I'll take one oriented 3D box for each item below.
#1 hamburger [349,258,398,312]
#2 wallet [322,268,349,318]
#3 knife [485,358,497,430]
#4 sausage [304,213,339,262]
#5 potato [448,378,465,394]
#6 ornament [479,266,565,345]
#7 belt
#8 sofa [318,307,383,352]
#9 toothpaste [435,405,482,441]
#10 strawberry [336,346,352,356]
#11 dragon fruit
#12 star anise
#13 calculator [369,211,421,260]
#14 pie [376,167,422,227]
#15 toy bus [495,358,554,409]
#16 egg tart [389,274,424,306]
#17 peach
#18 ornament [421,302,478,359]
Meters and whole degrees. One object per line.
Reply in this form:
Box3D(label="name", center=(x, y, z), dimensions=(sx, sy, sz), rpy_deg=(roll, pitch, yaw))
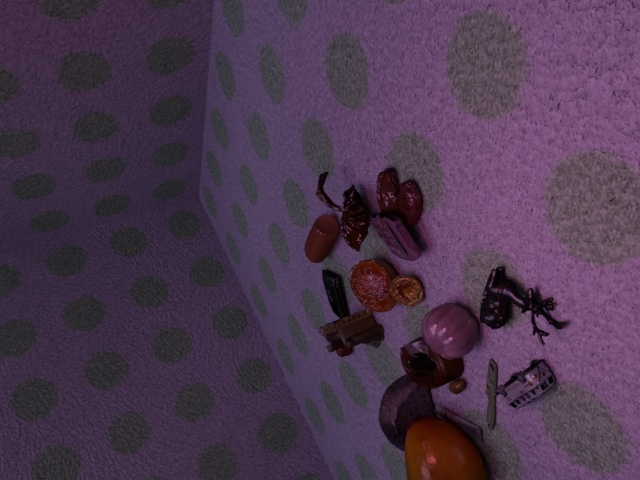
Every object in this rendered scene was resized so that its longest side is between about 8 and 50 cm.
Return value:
Box3D(label="hamburger", center=(0.213, 0.173, 1.944), dimensions=(0.237, 0.147, 0.236), rpy_deg=(42, 144, 40))
Box3D(label="wallet", center=(0.067, 0.265, 2.424), dimensions=(0.160, 0.055, 0.236), rpy_deg=(-152, 46, -64))
Box3D(label="knife", center=(0.556, 0.508, 1.645), dimensions=(0.043, 0.020, 0.293), rpy_deg=(35, 138, 54))
Box3D(label="sausage", center=(0.000, 0.001, 2.280), dimensions=(0.121, 0.121, 0.304), rpy_deg=(61, 156, 19))
Box3D(label="potato", center=(0.481, 0.517, 1.773), dimensions=(0.046, 0.045, 0.092), rpy_deg=(63, 158, 18))
Box3D(label="ornament", center=(0.544, 0.208, 1.372), dimensions=(0.236, 0.080, 0.202), rpy_deg=(38, 137, 49))
Box3D(label="belt", center=(0.394, 0.436, 1.821), dimensions=(0.261, 0.105, 0.184), rpy_deg=(-18, 90, 66))
Box3D(label="sofa", center=(0.138, 0.424, 2.224), dimensions=(0.182, 0.200, 0.258), rpy_deg=(68, 154, 8))
Box3D(label="toothpaste", center=(0.508, 0.665, 1.846), dimensions=(0.205, 0.036, 0.056), rpy_deg=(16, 123, 55))
Box3D(label="strawberry", center=(0.110, 0.534, 2.504), dimensions=(0.096, 0.083, 0.083), rpy_deg=(65, 155, 15))
Box3D(label="dragon fruit", center=(0.329, 0.701, 2.024), dimensions=(0.204, 0.221, 0.282), rpy_deg=(-4, 107, 58))
Box3D(label="star anise", center=(0.099, -0.128, 1.932), dimensions=(0.346, 0.148, 0.237), rpy_deg=(58, 180, 14))
Box3D(label="calculator", center=(0.256, -0.017, 1.755), dimensions=(0.194, 0.043, 0.294), rpy_deg=(55, 172, -9))
Box3D(label="pie", center=(0.263, -0.140, 1.715), dimensions=(0.219, 0.054, 0.204), rpy_deg=(29, 133, 55))
Box3D(label="toy bus", center=(0.588, 0.414, 1.437), dimensions=(0.089, 0.087, 0.194), rpy_deg=(51, 149, 22))
Box3D(label="egg tart", center=(0.312, 0.178, 1.820), dimensions=(0.130, 0.052, 0.130), rpy_deg=(10, 117, 21))
Box3D(label="peach", center=(0.440, 0.793, 1.805), dimensions=(0.289, 0.289, 0.307), rpy_deg=(150, 125, -65))
Box3D(label="ornament", center=(0.419, 0.286, 1.615), dimensions=(0.177, 0.178, 0.177), rpy_deg=(44, 145, 43))
